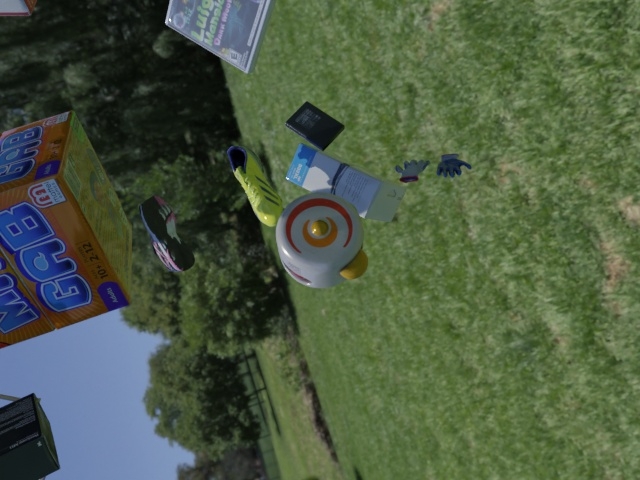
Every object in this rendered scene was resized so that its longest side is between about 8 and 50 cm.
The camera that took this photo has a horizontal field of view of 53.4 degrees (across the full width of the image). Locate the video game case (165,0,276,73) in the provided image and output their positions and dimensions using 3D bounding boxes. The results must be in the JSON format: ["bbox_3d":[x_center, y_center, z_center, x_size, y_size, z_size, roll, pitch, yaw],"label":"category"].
[{"bbox_3d":[-0.147,-0.379,0.967,0.173,0.022,0.190,34,125,13],"label":"video game case"}]

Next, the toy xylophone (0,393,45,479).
[{"bbox_3d":[-0.800,0.476,1.513,0.081,0.323,0.236,-133,56,-66],"label":"toy xylophone"}]

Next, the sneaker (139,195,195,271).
[{"bbox_3d":[-0.348,-0.006,1.381,0.077,0.072,0.178,-26,88,49],"label":"sneaker"}]

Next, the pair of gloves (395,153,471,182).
[{"bbox_3d":[0.293,-0.188,1.661,0.159,0.198,0.023,-68,-29,-62],"label":"pair of gloves"}]

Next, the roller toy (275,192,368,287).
[{"bbox_3d":[0.000,0.000,1.404,0.146,0.191,0.209,87,175,-67],"label":"roller toy"}]

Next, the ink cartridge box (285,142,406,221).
[{"bbox_3d":[0.084,-0.180,2.005,0.308,0.128,0.223,29,-169,25],"label":"ink cartridge box"}]

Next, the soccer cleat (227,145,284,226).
[{"bbox_3d":[-0.196,-0.157,1.828,0.121,0.093,0.289,24,-147,-52],"label":"soccer cleat"}]

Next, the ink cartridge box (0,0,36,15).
[{"bbox_3d":[-0.565,-0.514,1.068,0.114,0.197,0.272,85,-173,-61],"label":"ink cartridge box"}]

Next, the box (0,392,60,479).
[{"bbox_3d":[-0.705,0.459,1.336,0.184,0.261,0.103,30,139,58],"label":"box"}]

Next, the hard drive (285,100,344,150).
[{"bbox_3d":[-0.015,-0.312,1.731,0.135,0.094,0.022,36,163,19],"label":"hard drive"}]

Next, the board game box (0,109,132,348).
[{"bbox_3d":[-0.673,-0.027,1.466,0.356,0.357,0.356,-114,6,-55],"label":"board game box"}]
